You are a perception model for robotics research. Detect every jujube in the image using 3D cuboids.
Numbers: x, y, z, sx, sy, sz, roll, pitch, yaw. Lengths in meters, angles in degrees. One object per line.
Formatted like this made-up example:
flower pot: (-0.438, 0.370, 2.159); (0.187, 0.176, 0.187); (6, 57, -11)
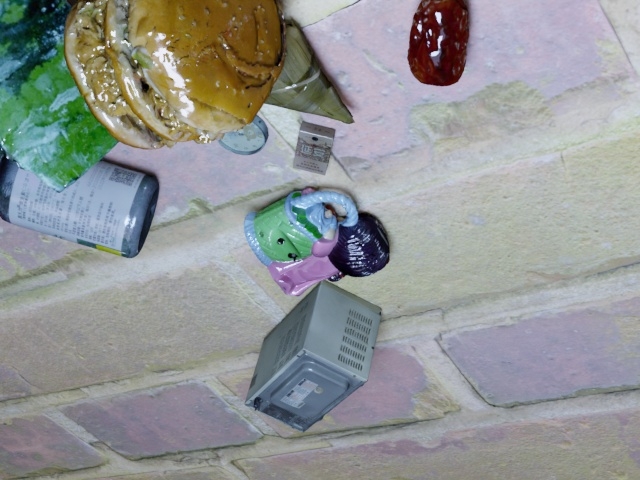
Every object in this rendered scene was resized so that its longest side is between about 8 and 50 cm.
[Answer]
jujube: (0.149, -0.255, 1.221); (0.077, 0.077, 0.129); (7, 134, 9)

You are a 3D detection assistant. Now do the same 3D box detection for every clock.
clock: (-0.121, -0.163, 1.460); (0.085, 0.017, 0.085); (9, 141, 7)
clock: (0.000, 0.000, 1.558); (0.195, 0.100, 0.194); (-15, 134, 21)

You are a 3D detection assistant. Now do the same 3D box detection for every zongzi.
zongzi: (-0.060, -0.209, 1.343); (0.160, 0.079, 0.176); (-8, 140, 34)

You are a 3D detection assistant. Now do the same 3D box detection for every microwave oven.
microwave oven: (-0.013, 0.221, 1.757); (0.145, 0.194, 0.240); (26, 138, -16)

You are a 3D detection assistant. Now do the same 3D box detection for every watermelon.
watermelon: (-0.355, -0.246, 1.263); (0.151, 0.302, 0.264); (-26, 123, 9)

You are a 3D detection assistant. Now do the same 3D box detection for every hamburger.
hamburger: (-0.180, -0.248, 1.193); (0.211, 0.261, 0.245); (-4, 159, 35)

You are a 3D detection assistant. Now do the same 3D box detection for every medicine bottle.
medicine bottle: (-0.418, -0.076, 1.559); (0.293, 0.141, 0.141); (17, 141, -4)

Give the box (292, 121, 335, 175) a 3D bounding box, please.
box: (-0.010, -0.137, 1.451); (0.053, 0.024, 0.083); (13, 143, 1)
